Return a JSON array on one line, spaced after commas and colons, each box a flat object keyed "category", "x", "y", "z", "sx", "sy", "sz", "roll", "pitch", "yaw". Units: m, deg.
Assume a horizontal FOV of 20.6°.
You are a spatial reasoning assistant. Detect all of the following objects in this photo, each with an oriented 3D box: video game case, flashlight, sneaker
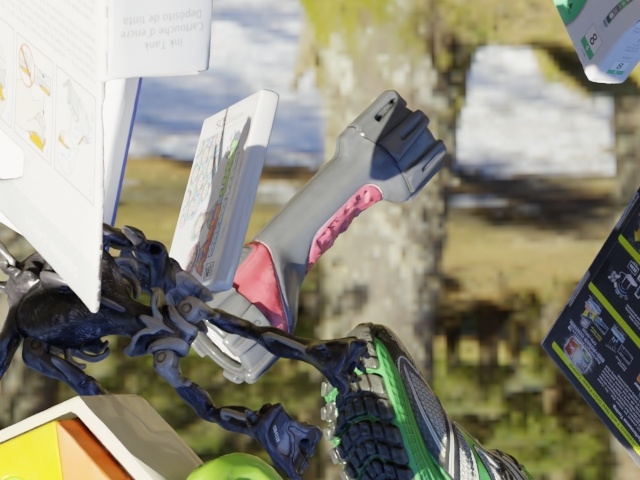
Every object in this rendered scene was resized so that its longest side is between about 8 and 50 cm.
[{"category": "video game case", "x": -0.081, "y": -0.032, "z": 1.380, "sx": 0.019, "sy": 0.157, "sz": 0.143, "roll": 18, "pitch": 168, "yaw": -20}, {"category": "flashlight", "x": 0.000, "y": 0.000, "z": 1.668, "sx": 0.103, "sy": 0.304, "sz": 0.103, "roll": 39, "pitch": 158, "yaw": 19}, {"category": "sneaker", "x": 0.119, "y": 0.230, "z": 1.730, "sx": 0.146, "sy": 0.344, "sz": 0.134, "roll": -32, "pitch": -172, "yaw": -31}]

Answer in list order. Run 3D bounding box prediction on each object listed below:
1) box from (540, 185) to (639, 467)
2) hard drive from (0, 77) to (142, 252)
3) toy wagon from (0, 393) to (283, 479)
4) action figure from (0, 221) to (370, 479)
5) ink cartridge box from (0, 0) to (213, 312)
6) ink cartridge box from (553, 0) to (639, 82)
[{"category": "box", "x": 0.298, "y": 0.091, "z": 1.265, "sx": 0.060, "sy": 0.270, "sz": 0.216, "roll": -8, "pitch": 137, "yaw": -37}, {"category": "hard drive", "x": -0.239, "y": -0.155, "z": 1.436, "sx": 0.210, "sy": 0.319, "sz": 0.040, "roll": 30, "pitch": -142, "yaw": 19}, {"category": "toy wagon", "x": -0.103, "y": 0.253, "z": 0.839, "sx": 0.068, "sy": 0.344, "sz": 0.267, "roll": 4, "pitch": 159, "yaw": -40}, {"category": "action figure", "x": -0.116, "y": 0.073, "z": 1.197, "sx": 0.275, "sy": 0.164, "sz": 0.141, "roll": 22, "pitch": 155, "yaw": 14}, {"category": "ink cartridge box", "x": -0.137, "y": -0.129, "z": 0.880, "sx": 0.060, "sy": 0.239, "sz": 0.275, "roll": -11, "pitch": -151, "yaw": -28}, {"category": "ink cartridge box", "x": 0.330, "y": -0.308, "z": 1.892, "sx": 0.056, "sy": 0.181, "sz": 0.225, "roll": 0, "pitch": 144, "yaw": -26}]
